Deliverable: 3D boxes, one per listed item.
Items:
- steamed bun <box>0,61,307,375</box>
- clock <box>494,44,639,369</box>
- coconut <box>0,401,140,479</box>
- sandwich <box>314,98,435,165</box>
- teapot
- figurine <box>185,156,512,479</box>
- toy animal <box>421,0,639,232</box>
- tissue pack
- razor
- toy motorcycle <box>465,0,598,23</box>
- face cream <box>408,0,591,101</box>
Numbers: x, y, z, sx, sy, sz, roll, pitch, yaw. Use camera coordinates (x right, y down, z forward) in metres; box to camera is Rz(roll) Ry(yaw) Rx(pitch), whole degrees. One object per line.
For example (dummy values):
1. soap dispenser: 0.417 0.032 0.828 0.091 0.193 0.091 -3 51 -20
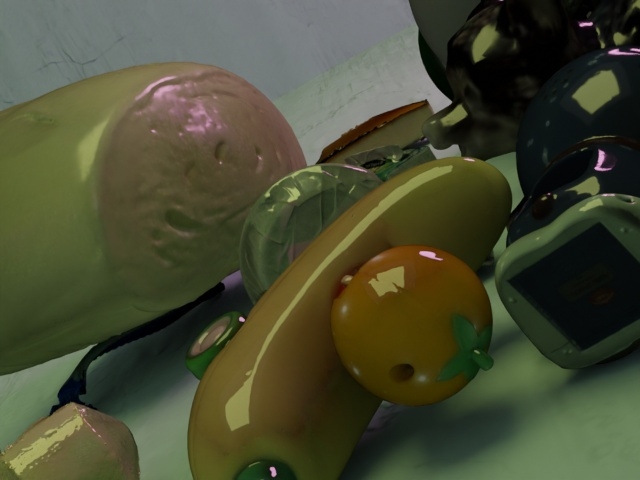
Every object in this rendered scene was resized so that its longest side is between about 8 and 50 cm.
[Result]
1. steamed bun: -0.243 -0.054 1.443 0.371 0.290 0.456 -20 7 28
2. clock: 0.209 -0.037 0.857 0.199 0.146 0.243 -42 16 38
3. coconut: -0.205 0.194 1.011 0.122 0.116 0.116 -38 15 -30
4. sandwich: 0.090 -0.157 1.836 0.193 0.058 0.162 -29 12 14
5. teapot: 0.032 -0.007 1.158 0.221 0.163 0.178 -30 5 1
6. figurine: 0.032 0.064 0.859 0.324 0.124 0.222 -48 15 -17
7. toy animal: 0.238 -0.175 1.037 0.344 0.303 0.194 -27 10 6
8. tissue pack: 0.080 -0.078 1.506 0.085 0.079 0.111 -36 14 -31
9. razor: -0.219 0.118 1.466 0.093 0.056 0.324 -21 15 41
10. toy motorcycle: 0.281 -0.179 1.218 0.205 0.275 0.127 -60 -3 25
11. face cream: 0.254 -0.286 1.459 0.357 0.312 0.220 143 148 -81
